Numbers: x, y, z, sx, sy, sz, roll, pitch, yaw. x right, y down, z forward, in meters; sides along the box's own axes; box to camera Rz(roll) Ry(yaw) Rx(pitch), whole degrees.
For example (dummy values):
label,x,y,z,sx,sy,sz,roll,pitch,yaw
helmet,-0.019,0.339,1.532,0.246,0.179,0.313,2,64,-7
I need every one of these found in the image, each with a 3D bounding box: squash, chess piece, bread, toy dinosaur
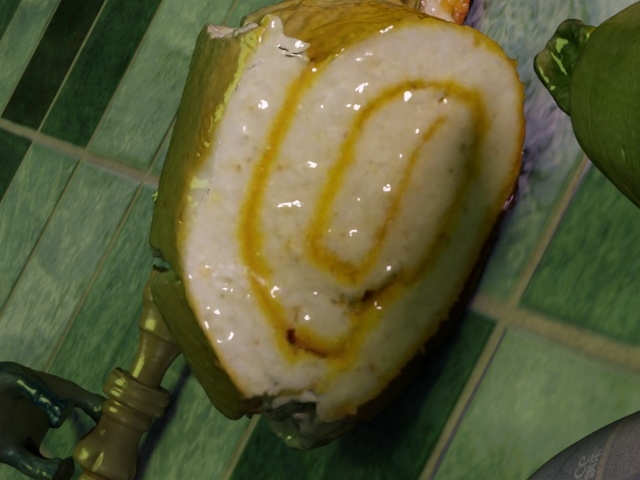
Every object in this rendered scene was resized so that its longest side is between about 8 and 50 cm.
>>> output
label,x,y,z,sx,sy,sz,roll,pitch,yaw
squash,0.174,-0.059,0.792,0.137,0.137,0.287,-59,9,7
chess piece,-0.130,0.106,1.340,0.172,0.060,0.060,-65,21,-1
bread,-0.005,-0.016,1.023,0.124,0.186,0.257,20,91,65
toy dinosaur,-0.232,0.123,1.384,0.076,0.147,0.363,-65,-18,-4

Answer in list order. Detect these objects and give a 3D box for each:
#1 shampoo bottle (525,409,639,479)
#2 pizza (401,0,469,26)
label,x,y,z,sx,sy,sz,roll,pitch,yaw
shampoo bottle,0.145,0.097,0.721,0.234,0.049,0.087,-33,34,51
pizza,0.071,-0.178,1.232,0.134,0.046,0.175,-55,22,19
